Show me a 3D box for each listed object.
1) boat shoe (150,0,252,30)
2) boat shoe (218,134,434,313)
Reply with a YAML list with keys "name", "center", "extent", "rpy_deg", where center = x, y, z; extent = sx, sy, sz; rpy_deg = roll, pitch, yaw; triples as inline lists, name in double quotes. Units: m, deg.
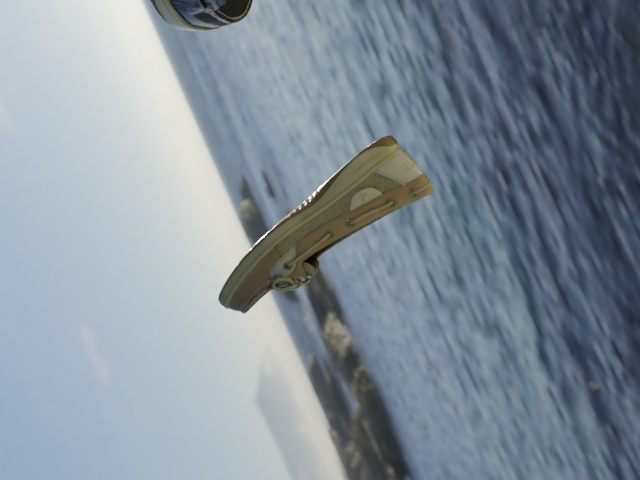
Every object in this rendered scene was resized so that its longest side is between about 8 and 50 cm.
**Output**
- name: "boat shoe"
  center: [-0.080, -0.195, 0.880]
  extent: [0.223, 0.073, 0.080]
  rpy_deg: [36, -116, -72]
- name: "boat shoe"
  center: [0.001, 0.000, 0.811]
  extent: [0.048, 0.153, 0.056]
  rpy_deg: [49, -173, 4]
